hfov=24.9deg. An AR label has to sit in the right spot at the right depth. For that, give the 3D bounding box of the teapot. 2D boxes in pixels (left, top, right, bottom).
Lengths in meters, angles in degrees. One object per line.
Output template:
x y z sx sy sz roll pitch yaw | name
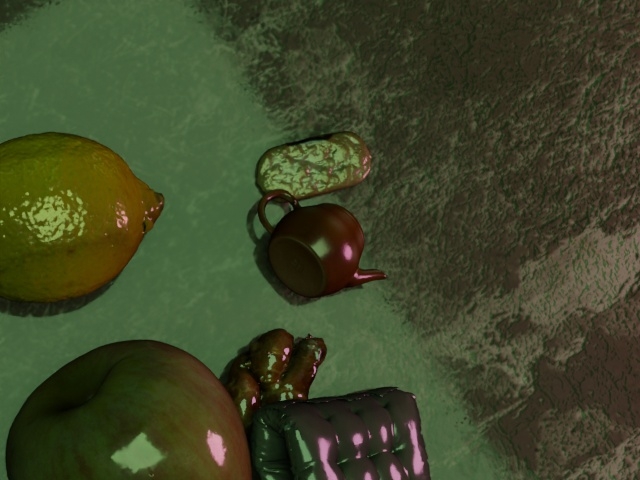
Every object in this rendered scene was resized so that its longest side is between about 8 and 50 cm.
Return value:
0.000 0.000 1.709 0.173 0.116 0.116 41 76 9 | teapot

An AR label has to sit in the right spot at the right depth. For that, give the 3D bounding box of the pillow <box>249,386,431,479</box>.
0.039 0.334 1.629 0.228 0.101 0.326 -2 82 -44 | pillow

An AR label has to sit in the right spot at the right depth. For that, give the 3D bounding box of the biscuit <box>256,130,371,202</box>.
-0.008 -0.090 1.758 0.147 0.018 0.071 -14 88 -15 | biscuit

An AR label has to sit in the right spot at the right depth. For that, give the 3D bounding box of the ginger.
-0.063 0.169 1.685 0.103 0.073 0.162 31 70 -21 | ginger

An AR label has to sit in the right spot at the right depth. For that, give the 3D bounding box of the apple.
-0.199 0.241 1.562 0.257 0.257 0.234 -41 117 -14 | apple

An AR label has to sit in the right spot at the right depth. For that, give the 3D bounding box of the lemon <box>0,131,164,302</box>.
-0.299 -0.023 1.598 0.256 0.188 0.188 -13 85 -14 | lemon
